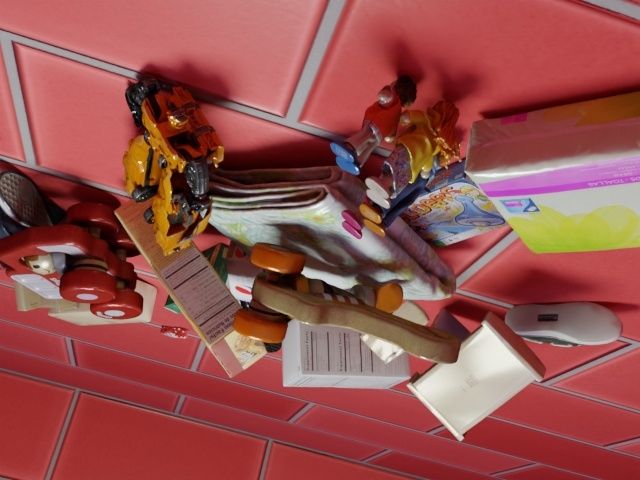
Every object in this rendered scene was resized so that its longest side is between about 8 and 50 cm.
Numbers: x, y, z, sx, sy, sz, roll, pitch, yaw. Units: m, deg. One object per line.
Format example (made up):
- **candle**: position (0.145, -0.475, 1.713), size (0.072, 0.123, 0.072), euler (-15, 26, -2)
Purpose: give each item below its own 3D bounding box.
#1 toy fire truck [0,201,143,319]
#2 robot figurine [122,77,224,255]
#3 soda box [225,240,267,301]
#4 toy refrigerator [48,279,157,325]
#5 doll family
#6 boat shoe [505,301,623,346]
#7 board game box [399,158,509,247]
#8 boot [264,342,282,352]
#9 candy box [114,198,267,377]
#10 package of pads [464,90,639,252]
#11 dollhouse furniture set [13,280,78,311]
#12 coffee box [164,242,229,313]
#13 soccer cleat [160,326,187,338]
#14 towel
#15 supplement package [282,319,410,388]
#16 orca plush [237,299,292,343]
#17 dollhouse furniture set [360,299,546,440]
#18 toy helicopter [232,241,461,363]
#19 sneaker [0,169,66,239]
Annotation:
- **toy fire truck**: position (-0.482, 0.049, 1.550), size (0.254, 0.169, 0.302), euler (-6, 160, 9)
- **robot figurine**: position (-0.217, -0.106, 1.187), size (0.085, 0.211, 0.291), euler (-25, 164, -29)
- **soda box**: position (-0.136, 0.051, 1.574), size (0.069, 0.073, 0.216), euler (12, 156, 2)
- **toy refrigerator**: position (-0.521, 0.142, 1.953), size (0.270, 0.094, 0.102), euler (-7, 156, 39)
- **doll family**: position (0.114, -0.094, 1.043), size (0.118, 0.163, 0.263), euler (34, 160, 19)
- **boat shoe**: position (0.455, 0.158, 1.515), size (0.219, 0.077, 0.070), euler (3, 154, 41)
- **board game box**: position (0.197, -0.051, 1.228), size (0.136, 0.035, 0.201), euler (26, 153, -26)
- **boot**: position (-0.225, 0.228, 2.009), size (0.247, 0.083, 0.161), euler (24, 159, -20)
- **candy box**: position (-0.226, 0.075, 1.436), size (0.316, 0.088, 0.183), euler (49, 169, 23)
- **package of pads**: position (0.361, -0.076, 1.012), size (0.297, 0.101, 0.229), euler (-5, 150, 36)
- **dollhouse furniture set**: position (-0.661, 0.100, 1.867), size (0.123, 0.144, 0.151), euler (-1, -171, 30)
- **coffee box**: position (-0.243, 0.078, 1.646), size (0.040, 0.113, 0.184), euler (30, 152, -27)
- **soccer cleat**: position (-0.390, 0.247, 2.193), size (0.083, 0.029, 0.035), euler (7, 164, 21)
- **towel**: position (0.000, 0.000, 1.329), size (0.321, 0.090, 0.374), euler (4, 156, 40)
- **supplement package**: position (0.052, 0.238, 1.749), size (0.244, 0.133, 0.139), euler (5, 158, -19)
- **orca plush**: position (-0.130, 0.183, 1.824), size (0.151, 0.102, 0.287), euler (11, 156, 4)
- **dollhouse furniture set**: position (0.279, 0.166, 1.527), size (0.286, 0.303, 0.198), euler (46, 116, 3)
- **toy helicopter**: position (0.057, 0.115, 1.250), size (0.355, 0.140, 0.235), euler (18, -174, 33)
- **sneaker**: position (-0.603, -0.061, 1.553), size (0.164, 0.086, 0.226), euler (3, 155, 15)
